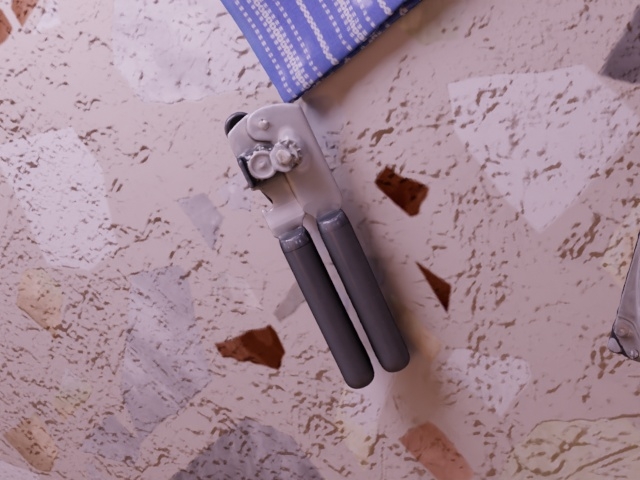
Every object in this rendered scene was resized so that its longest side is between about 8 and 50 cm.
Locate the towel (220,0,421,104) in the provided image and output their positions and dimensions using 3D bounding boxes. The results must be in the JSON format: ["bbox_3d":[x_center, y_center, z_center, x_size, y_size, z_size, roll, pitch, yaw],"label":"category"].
[{"bbox_3d":[0.017,-0.299,1.016,0.336,0.040,0.243,-36,86,35],"label":"towel"}]

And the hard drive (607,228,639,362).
[{"bbox_3d":[0.388,0.028,0.820,0.339,0.064,0.236,21,117,23],"label":"hard drive"}]

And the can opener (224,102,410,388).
[{"bbox_3d":[0.000,0.000,1.115,0.074,0.093,0.280,-25,96,1],"label":"can opener"}]
